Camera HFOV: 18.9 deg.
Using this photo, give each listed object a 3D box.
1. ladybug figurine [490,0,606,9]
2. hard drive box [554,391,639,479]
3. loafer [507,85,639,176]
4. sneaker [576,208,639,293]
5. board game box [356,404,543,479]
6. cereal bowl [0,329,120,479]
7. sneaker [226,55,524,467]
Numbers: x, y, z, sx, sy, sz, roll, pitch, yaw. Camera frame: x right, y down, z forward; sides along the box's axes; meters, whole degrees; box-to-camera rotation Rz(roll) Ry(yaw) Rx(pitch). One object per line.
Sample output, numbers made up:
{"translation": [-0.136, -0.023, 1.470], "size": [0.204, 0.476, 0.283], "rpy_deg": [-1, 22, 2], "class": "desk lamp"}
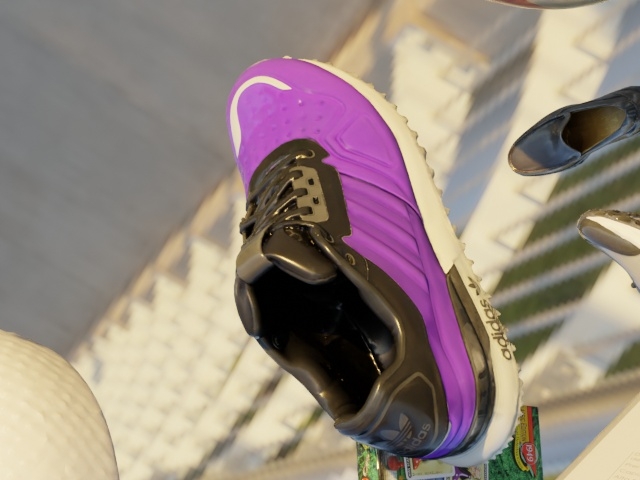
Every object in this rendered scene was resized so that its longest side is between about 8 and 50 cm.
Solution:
{"translation": [0.118, -0.347, 1.648], "size": [0.449, 0.162, 0.305], "rpy_deg": [36, 140, 49], "class": "ladybug figurine"}
{"translation": [0.191, 0.134, 0.773], "size": [0.181, 0.232, 0.089], "rpy_deg": [11, 118, 32], "class": "hard drive box"}
{"translation": [0.251, -0.108, 1.915], "size": [0.170, 0.061, 0.062], "rpy_deg": [-28, 83, 34], "class": "loafer"}
{"translation": [0.329, 0.066, 1.688], "size": [0.271, 0.108, 0.100], "rpy_deg": [40, -164, 16], "class": "sneaker"}
{"translation": [0.088, 0.226, 1.209], "size": [0.136, 0.260, 0.030], "rpy_deg": [9, 159, -35], "class": "board game box"}
{"translation": [-0.314, 0.216, 1.401], "size": [0.339, 0.339, 0.141], "rpy_deg": [14, 174, 41], "class": "cereal bowl"}
{"translation": [0.001, 0.000, 1.118], "size": [0.146, 0.102, 0.293], "rpy_deg": [4, -133, -47], "class": "sneaker"}
